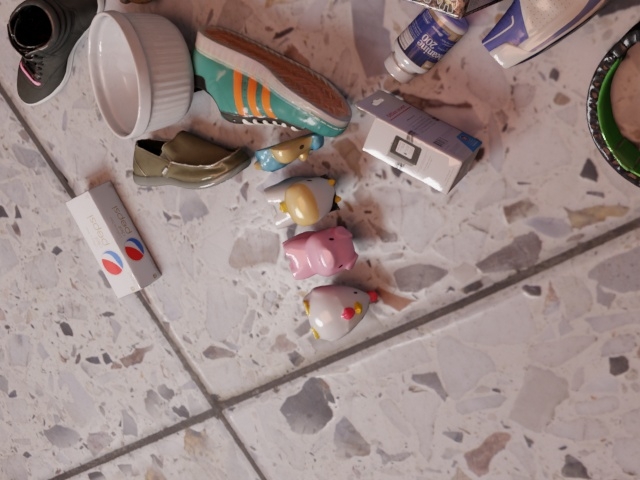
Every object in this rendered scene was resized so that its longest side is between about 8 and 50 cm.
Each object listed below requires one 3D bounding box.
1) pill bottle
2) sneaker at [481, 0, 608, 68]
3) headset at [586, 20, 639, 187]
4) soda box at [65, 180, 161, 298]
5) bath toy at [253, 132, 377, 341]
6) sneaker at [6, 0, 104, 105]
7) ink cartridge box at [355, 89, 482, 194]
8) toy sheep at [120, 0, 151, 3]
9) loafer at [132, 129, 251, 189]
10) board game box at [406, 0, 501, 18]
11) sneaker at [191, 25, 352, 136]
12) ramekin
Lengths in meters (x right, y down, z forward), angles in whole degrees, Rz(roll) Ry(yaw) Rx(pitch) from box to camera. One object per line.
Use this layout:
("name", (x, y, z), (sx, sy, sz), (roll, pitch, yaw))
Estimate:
("pill bottle", (0.148, -0.283, 1.147), (0.067, 0.067, 0.120), (48, 125, 2))
("sneaker", (0.313, -0.376, 0.997), (0.315, 0.127, 0.182), (-40, 86, 28))
("headset", (0.485, -0.193, 0.937), (0.243, 0.185, 0.394), (46, 136, 3))
("soda box", (-0.403, -0.001, 1.562), (0.073, 0.069, 0.216), (-21, 101, 33))
("bath toy", (0.000, 0.000, 1.321), (0.128, 0.151, 0.349), (-19, 105, -3))
("sneaker", (-0.510, -0.339, 1.424), (0.104, 0.147, 0.295), (47, 126, 0))
("ink cartridge box", (0.137, -0.149, 1.190), (0.180, 0.104, 0.060), (30, 123, 14))
("toy sheep", (-0.327, -0.444, 1.320), (0.132, 0.091, 0.091), (46, 125, -3))
("loafer", (-0.237, -0.144, 1.396), (0.251, 0.094, 0.088), (0, 115, 28))
("board game box", (0.182, -0.441, 0.961), (0.141, 0.232, 0.291), (24, 120, 17))
("sneaker", (-0.085, -0.228, 1.278), (0.302, 0.108, 0.121), (34, 124, 21))
("ramekin", (-0.295, -0.277, 1.323), (0.207, 0.109, 0.207), (28, 126, 47))
